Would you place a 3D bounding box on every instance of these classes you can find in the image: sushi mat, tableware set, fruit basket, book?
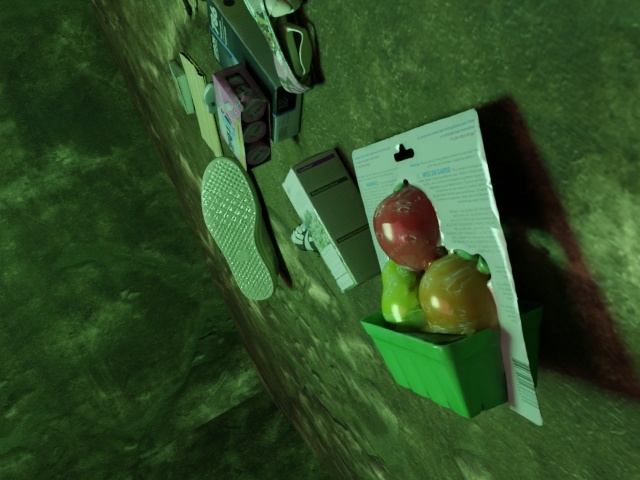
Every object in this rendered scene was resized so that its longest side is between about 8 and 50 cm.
[{"bbox_3d":[-0.348,-0.391,1.737,0.151,0.019,0.316,51,159,35],"label":"sushi mat"},{"bbox_3d":[-0.338,-0.608,1.400,0.168,0.020,0.141,64,163,-4],"label":"tableware set"},{"bbox_3d":[0.157,0.030,0.771,0.327,0.166,0.352,178,82,-70],"label":"fruit basket"},{"bbox_3d":[-0.435,-0.481,1.840,0.096,0.035,0.144,56,163,33],"label":"book"}]

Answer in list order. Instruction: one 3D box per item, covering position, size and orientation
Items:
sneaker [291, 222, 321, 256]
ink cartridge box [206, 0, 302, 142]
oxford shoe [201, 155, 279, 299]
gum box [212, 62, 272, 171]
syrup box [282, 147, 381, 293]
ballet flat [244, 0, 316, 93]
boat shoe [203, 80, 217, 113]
[{"bbox_3d":[0.000,0.000,1.217,0.106,0.078,0.234,63,160,10],"label":"sneaker"},{"bbox_3d":[-0.144,-0.362,1.138,0.332,0.065,0.165,57,162,22],"label":"ink cartridge box"},{"bbox_3d":[-0.225,-0.038,1.708,0.130,0.169,0.449,-74,-29,-61],"label":"oxford shoe"},{"bbox_3d":[-0.146,-0.234,1.120,0.107,0.062,0.188,55,162,23],"label":"gum box"},{"bbox_3d":[0.032,-0.034,1.050,0.236,0.096,0.093,61,160,7],"label":"syrup box"},{"bbox_3d":[-0.055,-0.337,0.927,0.079,0.077,0.221,12,134,45],"label":"ballet flat"},{"bbox_3d":[-0.289,-0.380,1.540,0.040,0.049,0.142,61,164,9],"label":"boat shoe"}]
